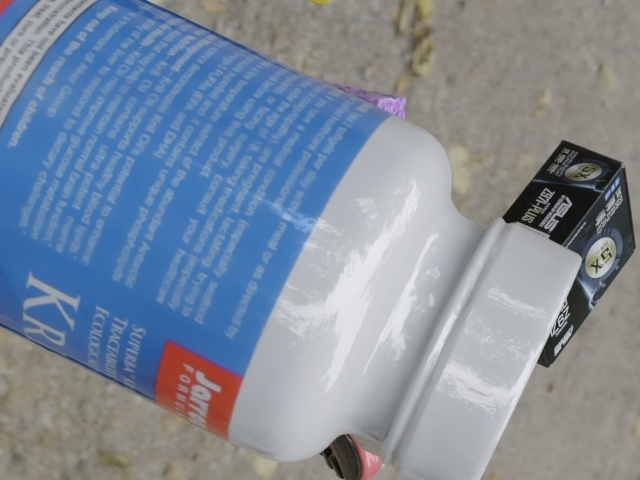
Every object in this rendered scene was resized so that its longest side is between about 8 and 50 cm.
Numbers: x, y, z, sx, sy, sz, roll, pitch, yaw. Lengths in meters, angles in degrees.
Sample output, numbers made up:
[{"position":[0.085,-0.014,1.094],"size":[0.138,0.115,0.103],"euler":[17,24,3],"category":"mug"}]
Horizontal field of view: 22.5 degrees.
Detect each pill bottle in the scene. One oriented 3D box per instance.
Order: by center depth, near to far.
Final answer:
[{"position":[-0.032,-0.001,0.542],"size":[0.124,0.222,0.124],"euler":[-62,171,-17],"category":"pill bottle"}]

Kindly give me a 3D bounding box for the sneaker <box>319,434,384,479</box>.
[{"position":[0.030,0.126,1.468],"size":[0.136,0.314,0.116],"euler":[-28,109,-12],"category":"sneaker"}]

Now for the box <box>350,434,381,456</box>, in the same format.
[{"position":[0.068,0.107,1.208],"size":[0.101,0.087,0.102],"euler":[-54,136,-17],"category":"box"}]

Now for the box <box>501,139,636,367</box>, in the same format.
[{"position":[0.243,0.014,1.665],"size":[0.180,0.078,0.147],"euler":[-50,145,-24],"category":"box"}]

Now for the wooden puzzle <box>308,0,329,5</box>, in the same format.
[{"position":[-0.037,-0.122,0.631],"size":[0.079,0.116,0.014],"euler":[8,122,-16],"category":"wooden puzzle"}]

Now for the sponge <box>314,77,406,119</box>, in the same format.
[{"position":[0.000,0.000,1.048],"size":[0.031,0.117,0.210],"euler":[-10,108,-43],"category":"sponge"}]
